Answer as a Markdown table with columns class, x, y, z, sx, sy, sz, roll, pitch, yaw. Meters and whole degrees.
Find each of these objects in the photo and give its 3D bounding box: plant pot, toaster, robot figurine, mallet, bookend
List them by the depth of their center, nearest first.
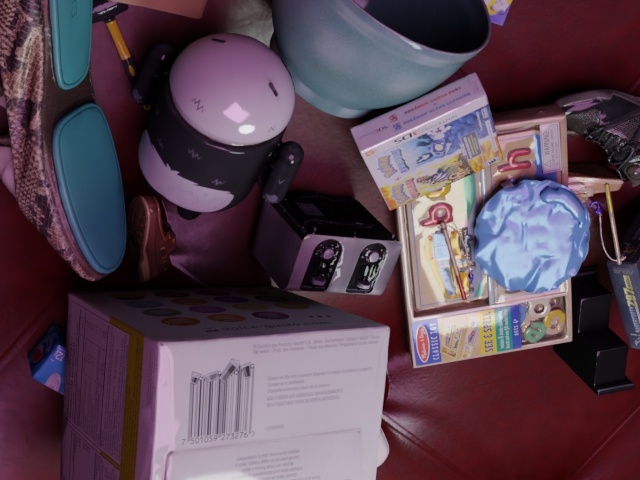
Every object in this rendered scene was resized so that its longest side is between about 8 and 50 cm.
| class | x | y | z | sx | sy | sz | roll | pitch | yaw |
| --- | --- | --- | --- | --- | --- | --- | --- | --- | --- |
| robot figurine | -0.140 | -0.150 | 1.559 | 0.209 | 0.174 | 0.278 | 8 | 143 | -22 |
| plant pot | 0.052 | -0.287 | 1.563 | 0.293 | 0.293 | 0.196 | 19 | 132 | -26 |
| mallet | -0.256 | -0.257 | 1.587 | 0.062 | 0.039 | 0.190 | -29 | 124 | -1 |
| toaster | 0.000 | 0.000 | 1.723 | 0.168 | 0.186 | 0.110 | 5 | 114 | -30 |
| bookend | 0.460 | 0.148 | 1.958 | 0.072 | 0.156 | 0.157 | -8 | 115 | -15 |

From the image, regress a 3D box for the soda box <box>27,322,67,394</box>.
| class | x | y | z | sx | sy | sz | roll | pitch | yaw |
| --- | --- | --- | --- | --- | --- | --- | --- | --- | --- |
| soda box | -0.329 | 0.211 | 1.753 | 0.210 | 0.071 | 0.067 | 35 | 98 | -29 |

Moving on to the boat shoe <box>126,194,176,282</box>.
| class | x | y | z | sx | sy | sz | roll | pitch | yaw |
| --- | --- | --- | --- | --- | --- | --- | --- | --- | --- |
| boat shoe | -0.237 | -0.008 | 1.666 | 0.060 | 0.064 | 0.178 | -18 | 149 | -20 |

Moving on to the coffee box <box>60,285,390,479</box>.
| class | x | y | z | sx | sy | sz | roll | pitch | yaw |
| --- | --- | --- | --- | --- | --- | --- | --- | --- | --- |
| coffee box | -0.145 | 0.256 | 1.621 | 0.337 | 0.334 | 0.338 | 0 | 98 | -31 |

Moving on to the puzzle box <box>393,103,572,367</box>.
| class | x | y | z | sx | sy | sz | roll | pitch | yaw |
| --- | --- | --- | --- | --- | --- | --- | --- | --- | --- |
| puzzle box | 0.254 | -0.001 | 1.846 | 0.272 | 0.052 | 0.409 | -10 | 117 | -2 |

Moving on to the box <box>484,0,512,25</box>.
| class | x | y | z | sx | sy | sz | roll | pitch | yaw |
| --- | --- | --- | --- | --- | --- | --- | --- | --- | --- |
| box | 0.245 | -0.410 | 1.689 | 0.105 | 0.043 | 0.179 | 11 | 108 | -24 |

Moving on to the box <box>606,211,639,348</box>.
| class | x | y | z | sx | sy | sz | roll | pitch | yaw |
| --- | --- | --- | --- | --- | --- | --- | --- | --- | --- |
| box | 0.560 | 0.039 | 1.934 | 0.233 | 0.059 | 0.183 | -47 | 126 | -35 |

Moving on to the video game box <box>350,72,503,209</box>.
| class | x | y | z | sx | sy | sz | roll | pitch | yaw |
| --- | --- | --- | --- | --- | --- | --- | --- | --- | --- |
| video game box | 0.154 | -0.134 | 1.651 | 0.187 | 0.048 | 0.205 | -22 | 154 | 7 |

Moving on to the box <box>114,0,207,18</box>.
| class | x | y | z | sx | sy | sz | roll | pitch | yaw |
| --- | --- | --- | --- | --- | --- | --- | --- | --- | --- |
| box | -0.196 | -0.373 | 1.497 | 0.201 | 0.021 | 0.164 | -1 | 117 | -56 |

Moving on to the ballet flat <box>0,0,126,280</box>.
| class | x | y | z | sx | sy | sz | roll | pitch | yaw |
| --- | --- | --- | --- | --- | --- | --- | --- | --- | --- |
| ballet flat | -0.365 | -0.184 | 1.518 | 0.182 | 0.164 | 0.483 | 4 | 113 | 20 |

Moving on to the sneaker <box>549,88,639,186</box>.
| class | x | y | z | sx | sy | sz | roll | pitch | yaw |
| --- | --- | --- | --- | --- | --- | --- | --- | --- | --- |
| sneaker | 0.460 | -0.161 | 1.830 | 0.227 | 0.087 | 0.130 | 8 | 69 | -25 |

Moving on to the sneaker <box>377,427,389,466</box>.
| class | x | y | z | sx | sy | sz | roll | pitch | yaw |
| --- | --- | --- | --- | --- | --- | --- | --- | --- | --- |
| sneaker | 0.019 | 0.305 | 1.894 | 0.106 | 0.123 | 0.290 | -46 | 121 | 3 |

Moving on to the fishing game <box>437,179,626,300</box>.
| class | x | y | z | sx | sy | sz | roll | pitch | yaw |
| --- | --- | --- | --- | --- | --- | --- | --- | --- | --- |
| fishing game | 0.321 | -0.009 | 1.801 | 0.264 | 0.041 | 0.189 | -17 | 110 | 7 |

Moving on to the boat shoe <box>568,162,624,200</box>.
| class | x | y | z | sx | sy | sz | roll | pitch | yaw |
| --- | --- | --- | --- | --- | --- | --- | --- | --- | --- |
| boat shoe | 0.402 | -0.088 | 1.886 | 0.170 | 0.063 | 0.059 | 1 | 118 | -9 |
